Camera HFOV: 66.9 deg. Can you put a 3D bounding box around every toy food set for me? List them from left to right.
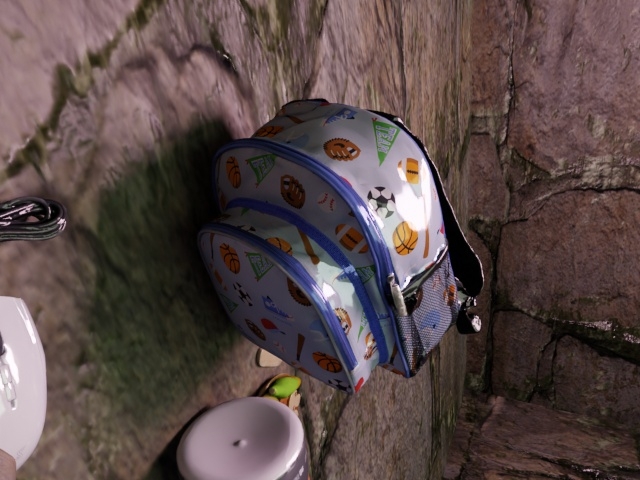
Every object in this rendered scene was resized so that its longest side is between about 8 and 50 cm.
[{"bbox_3d":[-0.057,0.244,0.653,0.132,0.039,0.191,26,73,-64],"label":"toy food set"}]

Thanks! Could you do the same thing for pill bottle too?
[{"bbox_3d":[-0.072,0.307,0.532,0.130,0.131,0.245,-42,133,-55],"label":"pill bottle"}]

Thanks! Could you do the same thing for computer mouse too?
[{"bbox_3d":[-0.202,0.072,0.299,0.106,0.042,0.192,-22,116,-63],"label":"computer mouse"}]

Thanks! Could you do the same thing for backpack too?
[{"bbox_3d":[0.000,0.000,0.494,0.213,0.277,0.263,-39,129,-39],"label":"backpack"}]

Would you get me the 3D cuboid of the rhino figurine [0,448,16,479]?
[{"bbox_3d":[-0.217,0.211,0.256,0.106,0.073,0.243,-16,123,-55],"label":"rhino figurine"}]
